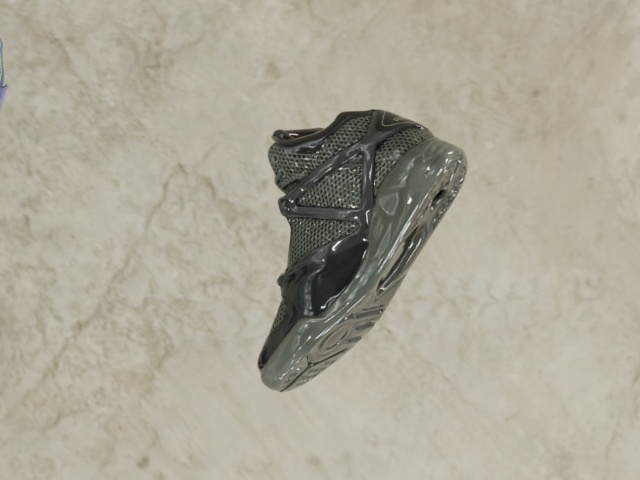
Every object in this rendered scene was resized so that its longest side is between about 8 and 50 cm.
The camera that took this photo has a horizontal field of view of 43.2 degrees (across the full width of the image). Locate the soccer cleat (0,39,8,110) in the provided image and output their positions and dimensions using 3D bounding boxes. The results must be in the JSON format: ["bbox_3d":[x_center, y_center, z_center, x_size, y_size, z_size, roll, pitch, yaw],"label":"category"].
[{"bbox_3d":[-0.431,-0.158,0.775,0.289,0.093,0.121,5,74,12],"label":"soccer cleat"}]

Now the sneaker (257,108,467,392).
[{"bbox_3d":[0.000,0.000,0.612,0.087,0.130,0.227,1,123,-58],"label":"sneaker"}]
